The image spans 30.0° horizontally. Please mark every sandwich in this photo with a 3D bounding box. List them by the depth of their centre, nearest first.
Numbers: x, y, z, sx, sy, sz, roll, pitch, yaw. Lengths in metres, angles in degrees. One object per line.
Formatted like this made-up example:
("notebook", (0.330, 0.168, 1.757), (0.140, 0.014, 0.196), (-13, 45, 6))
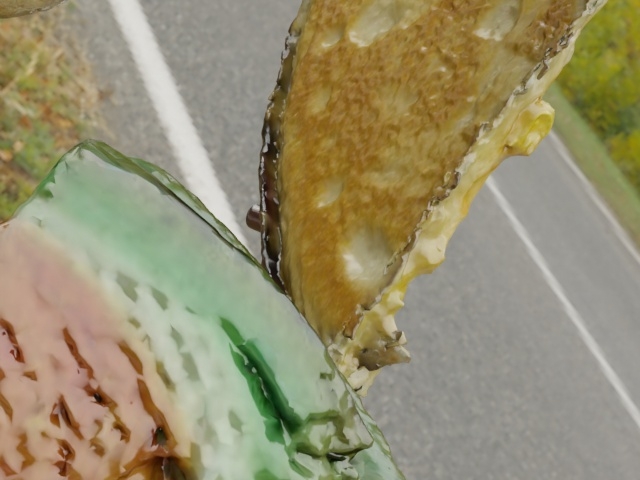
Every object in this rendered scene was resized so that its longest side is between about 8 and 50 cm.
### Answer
("sandwich", (-0.112, 0.035, 0.459), (0.301, 0.162, 0.250), (1, 42, -40))

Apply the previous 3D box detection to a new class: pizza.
("pizza", (0.054, -0.115, 1.043), (0.080, 0.435, 0.392), (33, 5, -35))

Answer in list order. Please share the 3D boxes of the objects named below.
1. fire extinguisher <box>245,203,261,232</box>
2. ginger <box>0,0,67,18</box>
("fire extinguisher", (0.000, 0.000, 1.289), (0.173, 0.035, 0.049), (22, -4, 27))
("ginger", (-0.260, -0.245, 1.102), (0.133, 0.059, 0.214), (18, 31, 27))
